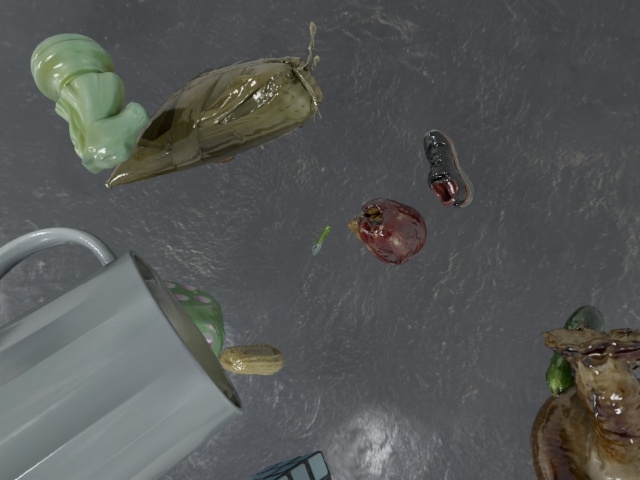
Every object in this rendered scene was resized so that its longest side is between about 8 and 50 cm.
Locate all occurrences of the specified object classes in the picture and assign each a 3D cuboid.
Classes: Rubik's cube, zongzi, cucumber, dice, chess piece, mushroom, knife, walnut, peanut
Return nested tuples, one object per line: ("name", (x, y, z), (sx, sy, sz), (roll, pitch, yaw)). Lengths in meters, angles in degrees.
("Rubik's cube", (-0.068, 0.498, 0.750), (0.162, 0.160, 0.163), (-35, 69, 28))
("zongzi", (-0.232, -0.252, 1.003), (0.500, 0.218, 0.467), (10, 56, 44))
("cucumber", (0.482, 0.207, 0.800), (0.069, 0.069, 0.227), (41, 59, 10))
("dice", (-0.538, 0.323, 1.441), (0.318, 0.322, 0.330), (28, 100, 48))
("chess piece", (-0.499, -0.298, 0.939), (0.176, 0.176, 0.298), (-35, 77, 1))
("mushroom", (0.545, 0.355, 0.705), (0.331, 0.356, 0.334), (2, 53, 19))
("knife", (0.000, 0.000, 1.376), (0.022, 0.184, 0.026), (-34, 76, -31))
("walnut", (0.221, -0.038, 1.432), (0.244, 0.269, 0.221), (7, 72, 45))
("peanut", (-0.198, 0.342, 1.224), (0.194, 0.083, 0.093), (11, 40, -23))

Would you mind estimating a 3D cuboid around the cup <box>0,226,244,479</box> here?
("cup", (-0.307, 0.161, 0.462), (0.327, 0.237, 0.323), (-34, 82, -15))

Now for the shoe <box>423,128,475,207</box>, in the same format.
("shoe", (0.412, -0.234, 1.437), (0.137, 0.114, 0.291), (-22, 86, -39))

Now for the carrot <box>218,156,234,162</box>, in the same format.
("carrot", (-0.432, -0.338, 1.626), (0.193, 0.087, 0.087), (-5, 81, -13))
